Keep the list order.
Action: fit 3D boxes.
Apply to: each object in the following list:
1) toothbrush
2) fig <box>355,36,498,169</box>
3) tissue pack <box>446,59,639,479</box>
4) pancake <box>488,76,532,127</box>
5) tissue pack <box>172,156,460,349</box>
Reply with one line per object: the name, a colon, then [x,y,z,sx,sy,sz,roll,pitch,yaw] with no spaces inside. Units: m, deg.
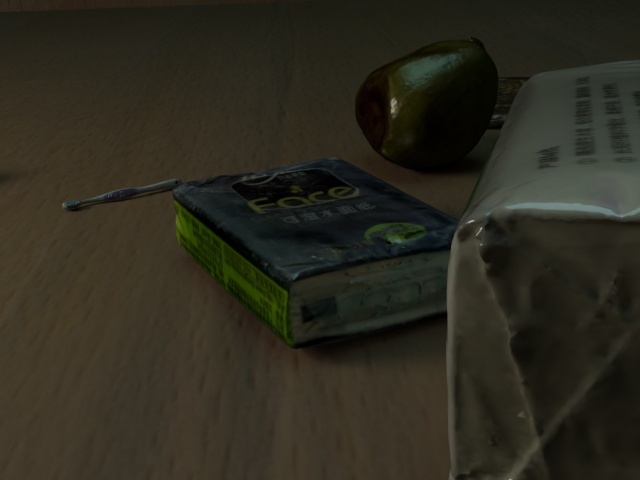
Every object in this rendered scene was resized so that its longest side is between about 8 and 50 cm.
toothbrush: [-0.207,-0.050,0.924,0.131,0.011,0.013,-16,13,-31]
fig: [0.125,-0.155,0.989,0.166,0.154,0.144,-32,63,11]
tissue pack: [0.221,0.016,0.477,0.266,0.194,0.356,4,21,17]
pancake: [0.225,-0.206,1.259,0.250,0.031,0.250,-2,22,1]
tissue pack: [0.000,0.000,0.698,0.173,0.073,0.235,-11,24,-25]
